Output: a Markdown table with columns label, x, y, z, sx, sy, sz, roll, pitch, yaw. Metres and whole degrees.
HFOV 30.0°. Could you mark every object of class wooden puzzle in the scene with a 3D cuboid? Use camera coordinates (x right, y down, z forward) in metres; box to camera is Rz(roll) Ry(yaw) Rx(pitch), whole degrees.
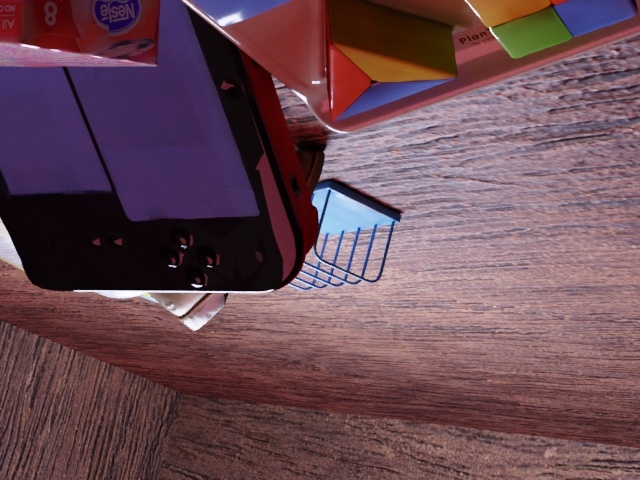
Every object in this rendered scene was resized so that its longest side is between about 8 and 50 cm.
| label | x | y | z | sx | sy | sz | roll | pitch | yaw |
| --- | --- | --- | --- | --- | --- | --- | --- | --- | --- |
| wooden puzzle | 0.054 | -0.188 | 0.785 | 0.322 | 0.080 | 0.348 | -17 | 148 | 26 |

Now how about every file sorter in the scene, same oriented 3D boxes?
| label | x | y | z | sx | sy | sz | roll | pitch | yaw |
| --- | --- | --- | --- | --- | --- | --- | --- | --- | --- |
| file sorter | 0.000 | 0.000 | 1.585 | 0.118 | 0.104 | 0.170 | 25 | 162 | -29 |

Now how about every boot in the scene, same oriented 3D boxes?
| label | x | y | z | sx | sy | sz | roll | pitch | yaw |
| --- | --- | --- | --- | --- | --- | --- | --- | --- | --- |
| boot | -0.114 | -0.016 | 1.452 | 0.115 | 0.112 | 0.305 | 37 | 119 | -15 |

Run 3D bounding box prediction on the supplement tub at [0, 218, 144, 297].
| label | x | y | z | sx | sy | sz | roll | pitch | yaw |
| --- | --- | --- | --- | --- | --- | --- | --- | --- | --- |
| supplement tub | -0.300 | -0.084 | 1.337 | 0.241 | 0.241 | 0.331 | 5 | 161 | 32 |

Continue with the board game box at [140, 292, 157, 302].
| label | x | y | z | sx | sy | sz | roll | pitch | yaw |
| --- | --- | --- | --- | --- | --- | --- | --- | --- | --- |
| board game box | -0.212 | -0.007 | 1.687 | 0.144 | 0.142 | 0.275 | 21 | 162 | -20 |

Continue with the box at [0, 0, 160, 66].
| label | x | y | z | sx | sy | sz | roll | pitch | yaw |
| --- | --- | --- | --- | --- | --- | --- | --- | --- | --- |
| box | -0.271 | -0.203 | 0.861 | 0.300 | 0.154 | 0.142 | 6 | -175 | 31 |

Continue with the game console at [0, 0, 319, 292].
| label | x | y | z | sx | sy | sz | roll | pitch | yaw |
| --- | --- | --- | --- | --- | --- | --- | --- | --- | --- |
| game console | -0.193 | -0.123 | 1.021 | 0.342 | 0.060 | 0.386 | -4 | 118 | 28 |
